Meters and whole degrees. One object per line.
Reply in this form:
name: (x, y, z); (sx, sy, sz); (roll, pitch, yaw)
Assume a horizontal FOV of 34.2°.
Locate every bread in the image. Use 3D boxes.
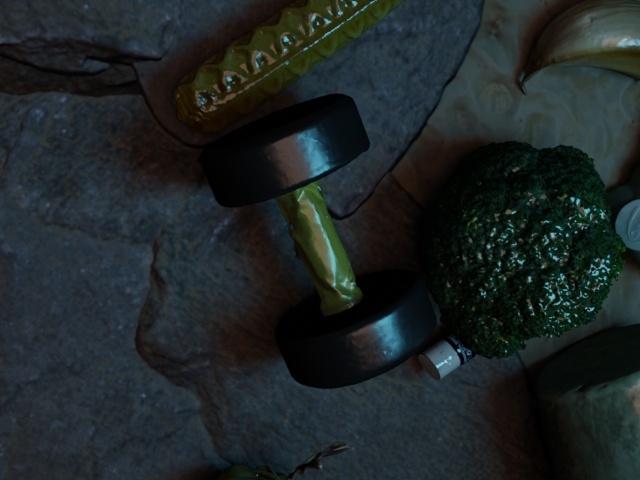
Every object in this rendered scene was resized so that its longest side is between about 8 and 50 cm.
bread: (-0.027, -0.256, 1.311); (0.368, 0.084, 0.077); (-36, 61, -6)

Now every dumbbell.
dumbbell: (0.000, 0.000, 1.291); (0.204, 0.204, 0.322); (-24, 103, -7)

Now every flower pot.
flower pot: (0.453, 0.296, 1.396); (0.294, 0.293, 0.330); (-23, 98, -7)

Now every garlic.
garlic: (0.374, -0.270, 1.383); (0.207, 0.128, 0.115); (-1, 75, -4)

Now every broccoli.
broccoli: (0.273, 0.019, 1.332); (0.297, 0.297, 0.297); (28, 92, -36)

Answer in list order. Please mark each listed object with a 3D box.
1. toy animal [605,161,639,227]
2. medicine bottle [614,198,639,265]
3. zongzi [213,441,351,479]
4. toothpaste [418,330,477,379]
toy animal: (0.485, -0.104, 1.433); (0.125, 0.127, 0.251); (39, 107, -8)
medicine bottle: (0.455, 0.000, 1.384); (0.217, 0.090, 0.090); (20, 96, -56)
zongzi: (-0.034, 0.529, 1.417); (0.467, 0.218, 0.499); (37, 77, -40)
toothpaste: (0.226, 0.124, 1.439); (0.194, 0.045, 0.071); (-34, 106, -17)
